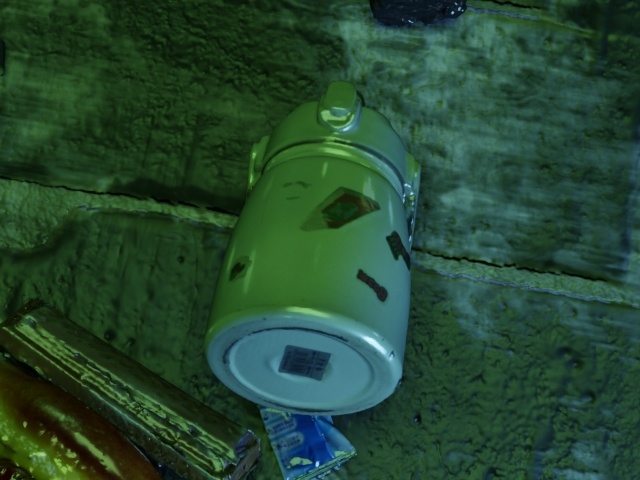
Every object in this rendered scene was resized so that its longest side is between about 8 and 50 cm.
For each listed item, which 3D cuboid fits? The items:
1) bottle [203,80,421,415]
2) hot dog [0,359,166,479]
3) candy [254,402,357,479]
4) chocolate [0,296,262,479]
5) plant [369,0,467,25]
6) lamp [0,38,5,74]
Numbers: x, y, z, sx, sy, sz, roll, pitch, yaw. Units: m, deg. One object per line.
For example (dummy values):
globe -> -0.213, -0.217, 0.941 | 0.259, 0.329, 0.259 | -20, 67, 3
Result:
bottle -> 0.000, 0.000, 1.602 | 0.229, 0.229, 0.351 | 7, 53, 2
hot dog -> -0.266, 0.278, 1.515 | 0.405, 0.223, 0.185 | 34, 73, 9
candy -> -0.022, 0.203, 1.634 | 0.088, 0.038, 0.136 | -24, 84, -4
chocolate -> -0.213, 0.164, 1.608 | 0.329, 0.065, 0.102 | 32, 36, 10
plant -> 0.113, -0.364, 1.762 | 0.131, 0.142, 0.203 | -9, 82, 7
lamp -> -0.437, -0.234, 1.767 | 0.121, 0.041, 0.054 | 7, 65, -1
